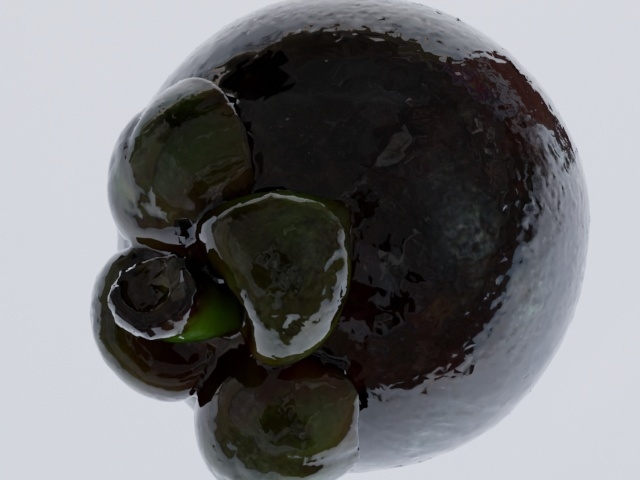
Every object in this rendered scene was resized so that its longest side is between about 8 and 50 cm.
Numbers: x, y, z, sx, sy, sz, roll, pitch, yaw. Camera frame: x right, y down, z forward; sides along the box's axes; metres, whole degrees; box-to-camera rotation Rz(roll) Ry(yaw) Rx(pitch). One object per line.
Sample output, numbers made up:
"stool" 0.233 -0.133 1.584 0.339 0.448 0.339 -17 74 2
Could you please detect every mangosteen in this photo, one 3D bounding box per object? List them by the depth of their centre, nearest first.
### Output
"mangosteen" 0.011 -0.004 1.042 0.300 0.300 0.300 -3 -105 10
